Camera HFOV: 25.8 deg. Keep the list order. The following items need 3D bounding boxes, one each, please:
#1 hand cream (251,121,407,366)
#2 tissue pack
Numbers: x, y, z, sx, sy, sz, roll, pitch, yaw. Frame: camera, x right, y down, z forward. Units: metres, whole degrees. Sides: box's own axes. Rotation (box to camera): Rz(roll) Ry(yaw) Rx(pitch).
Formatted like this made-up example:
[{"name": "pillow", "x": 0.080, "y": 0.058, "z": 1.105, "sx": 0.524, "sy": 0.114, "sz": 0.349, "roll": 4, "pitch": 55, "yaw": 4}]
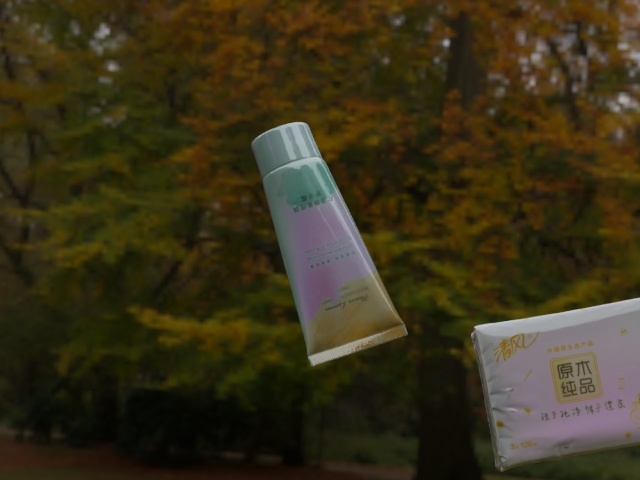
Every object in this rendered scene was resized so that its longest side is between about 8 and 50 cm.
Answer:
[{"name": "hand cream", "x": 0.000, "y": 0.000, "z": 1.027, "sx": 0.076, "sy": 0.174, "sz": 0.047, "roll": -17, "pitch": -11, "yaw": -13}, {"name": "tissue pack", "x": 0.317, "y": 0.181, "z": 1.760, "sx": 0.225, "sy": 0.185, "sz": 0.124, "roll": -10, "pitch": -8, "yaw": 2}]
